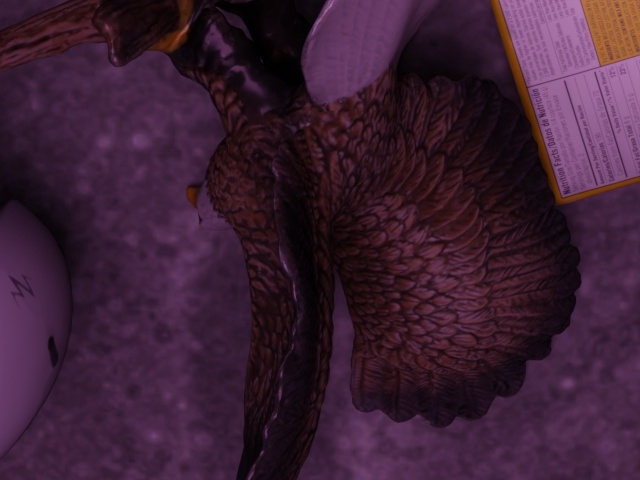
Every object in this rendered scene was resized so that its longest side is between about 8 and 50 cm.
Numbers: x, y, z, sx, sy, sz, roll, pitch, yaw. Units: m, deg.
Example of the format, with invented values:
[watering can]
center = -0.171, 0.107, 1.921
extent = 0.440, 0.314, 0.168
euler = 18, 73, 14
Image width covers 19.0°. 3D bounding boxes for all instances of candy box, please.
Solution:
[candy box]
center = 0.131, -0.124, 0.899
extent = 0.105, 0.027, 0.206
euler = -15, 111, 14

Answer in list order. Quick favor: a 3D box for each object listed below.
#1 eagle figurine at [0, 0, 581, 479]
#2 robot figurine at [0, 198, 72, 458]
[eagle figurine]
center = -0.002, -0.001, 0.889
extent = 0.226, 0.225, 0.298
euler = -24, 99, 5
[robot figurine]
center = -0.254, 0.008, 0.924
extent = 0.278, 0.209, 0.173
euler = 32, 91, -8
